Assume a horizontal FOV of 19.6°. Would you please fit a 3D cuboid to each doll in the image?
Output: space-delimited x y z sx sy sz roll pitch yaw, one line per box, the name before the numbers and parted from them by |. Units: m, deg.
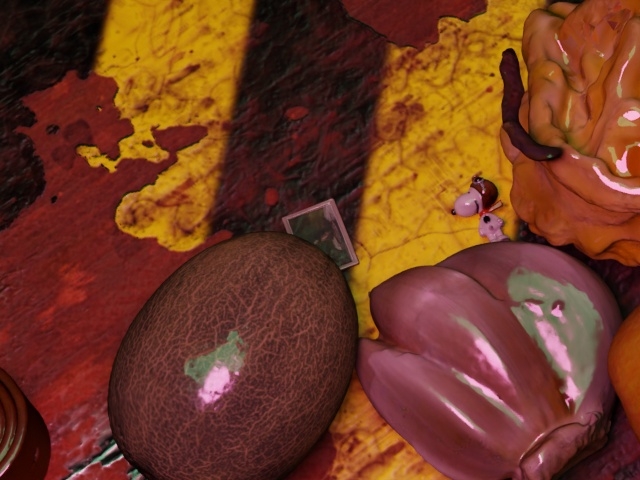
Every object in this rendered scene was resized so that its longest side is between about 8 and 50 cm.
doll | 0.188 -0.032 2.101 0.058 0.040 0.085 -46 64 2

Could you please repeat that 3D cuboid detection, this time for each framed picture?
framed picture | 0.000 0.000 2.130 0.066 0.007 0.089 -21 66 -1

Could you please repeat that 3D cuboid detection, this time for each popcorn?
popcorn | 0.322 -0.118 1.939 0.349 0.381 0.349 6 99 43

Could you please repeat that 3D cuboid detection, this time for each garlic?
garlic | 0.191 0.117 1.982 0.279 0.132 0.325 -32 65 -17

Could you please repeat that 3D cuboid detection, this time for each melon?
melon | -0.087 0.132 1.960 0.237 0.237 0.302 30 73 18

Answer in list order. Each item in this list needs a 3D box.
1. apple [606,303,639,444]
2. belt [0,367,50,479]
apple | 0.417 0.152 1.879 0.264 0.264 0.264 -3 67 7
belt | -0.470 0.248 2.033 0.338 0.122 0.217 -17 64 -1
